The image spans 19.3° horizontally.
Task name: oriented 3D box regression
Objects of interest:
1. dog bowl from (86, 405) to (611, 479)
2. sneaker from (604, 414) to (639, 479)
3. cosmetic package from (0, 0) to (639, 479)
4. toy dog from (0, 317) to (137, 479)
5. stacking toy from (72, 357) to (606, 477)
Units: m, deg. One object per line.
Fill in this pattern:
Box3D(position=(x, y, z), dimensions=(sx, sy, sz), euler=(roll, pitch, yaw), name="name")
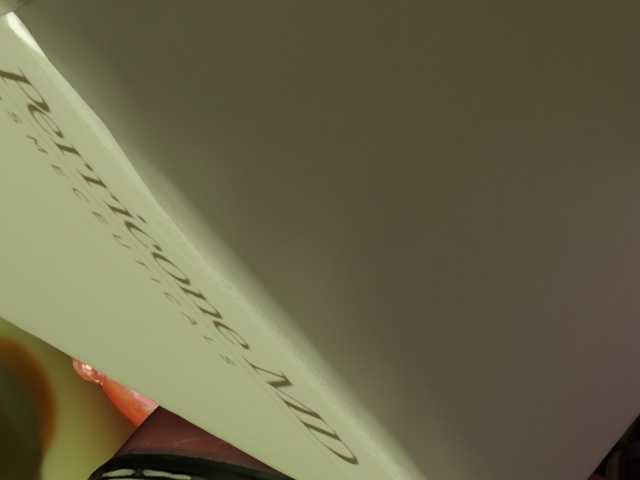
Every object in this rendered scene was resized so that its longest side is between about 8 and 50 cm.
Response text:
Box3D(position=(0.062, 0.196, 0.726), dimensions=(0.408, 0.150, 0.408), euler=(21, 161, 8), name="dog bowl")
Box3D(position=(0.187, 0.121, 0.741), dimensions=(0.170, 0.068, 0.071), euler=(36, 152, -12), name="sneaker")
Box3D(position=(-0.084, -0.075, 0.656), dimensions=(0.453, 0.161, 0.230), euler=(19, 152, 55), name="cosmetic package")
Box3D(position=(-0.239, 0.051, 1.074), dimensions=(0.395, 0.285, 0.408), euler=(-95, -20, -62), name="toy dog")
Box3D(position=(0.017, 0.131, 1.029), dimensions=(0.309, 0.130, 0.279), euler=(38, 164, 15), name="stacking toy")
